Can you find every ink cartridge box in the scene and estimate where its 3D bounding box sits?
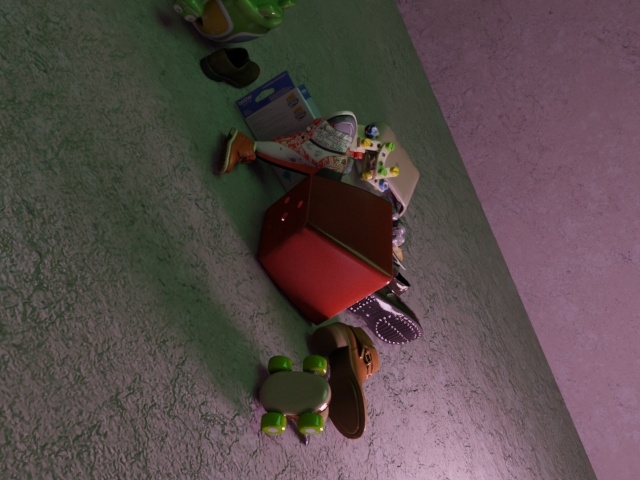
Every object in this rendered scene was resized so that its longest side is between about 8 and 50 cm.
[{"bbox_3d":[-0.072,-0.279,1.690,0.311,0.185,0.065,58,30,-13],"label":"ink cartridge box"}]

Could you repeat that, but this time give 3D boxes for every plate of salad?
[{"bbox_3d":[0.235,0.009,2.096,0.200,0.048,0.200,53,9,-13],"label":"plate of salad"}]

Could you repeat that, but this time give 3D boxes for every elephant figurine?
[{"bbox_3d":[0.119,-0.022,1.885,0.170,0.239,0.186,60,-3,24],"label":"elephant figurine"}]

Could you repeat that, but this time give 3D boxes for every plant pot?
[{"bbox_3d":[0.000,0.000,1.544,0.235,0.267,0.267,35,39,-28],"label":"plant pot"}]

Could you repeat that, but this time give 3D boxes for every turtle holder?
[{"bbox_3d":[-0.229,-0.612,1.638,0.243,0.227,0.321,47,33,-32],"label":"turtle holder"}]

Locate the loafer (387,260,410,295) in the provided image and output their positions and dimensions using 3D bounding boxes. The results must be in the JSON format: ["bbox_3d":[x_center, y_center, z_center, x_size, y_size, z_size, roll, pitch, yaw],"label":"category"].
[{"bbox_3d":[0.217,0.083,2.021,0.220,0.078,0.080,52,30,-24],"label":"loafer"}]

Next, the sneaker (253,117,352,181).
[{"bbox_3d":[-0.051,-0.247,1.608,0.090,0.269,0.145,18,91,-73],"label":"sneaker"}]

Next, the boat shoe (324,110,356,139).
[{"bbox_3d":[0.042,-0.249,1.790,0.116,0.319,0.099,-7,69,-15],"label":"boat shoe"}]

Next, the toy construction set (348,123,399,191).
[{"bbox_3d":[0.125,-0.283,2.100,0.327,0.151,0.215,4,90,-51],"label":"toy construction set"}]

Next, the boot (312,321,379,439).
[{"bbox_3d":[0.084,0.341,1.586,0.220,0.109,0.284,14,49,-61],"label":"boot"}]

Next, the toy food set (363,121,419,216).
[{"bbox_3d":[0.250,-0.267,2.369,0.306,0.092,0.220,52,42,-22],"label":"toy food set"}]

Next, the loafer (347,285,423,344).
[{"bbox_3d":[0.179,0.176,1.823,0.366,0.133,0.130,44,35,-36],"label":"loafer"}]

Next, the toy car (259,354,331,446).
[{"bbox_3d":[-0.043,0.357,1.350,0.188,0.148,0.155,78,14,-51],"label":"toy car"}]

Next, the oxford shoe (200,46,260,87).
[{"bbox_3d":[-0.214,-0.467,1.692,0.083,0.096,0.227,64,26,1],"label":"oxford shoe"}]

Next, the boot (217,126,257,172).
[{"bbox_3d":[-0.197,-0.207,1.528,0.084,0.059,0.158,28,40,-16],"label":"boot"}]
